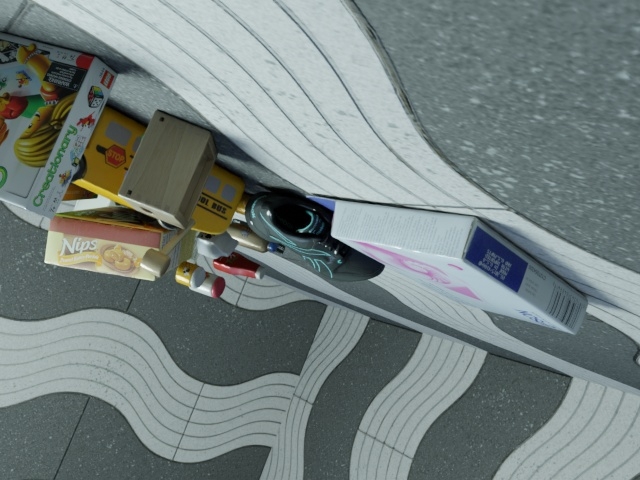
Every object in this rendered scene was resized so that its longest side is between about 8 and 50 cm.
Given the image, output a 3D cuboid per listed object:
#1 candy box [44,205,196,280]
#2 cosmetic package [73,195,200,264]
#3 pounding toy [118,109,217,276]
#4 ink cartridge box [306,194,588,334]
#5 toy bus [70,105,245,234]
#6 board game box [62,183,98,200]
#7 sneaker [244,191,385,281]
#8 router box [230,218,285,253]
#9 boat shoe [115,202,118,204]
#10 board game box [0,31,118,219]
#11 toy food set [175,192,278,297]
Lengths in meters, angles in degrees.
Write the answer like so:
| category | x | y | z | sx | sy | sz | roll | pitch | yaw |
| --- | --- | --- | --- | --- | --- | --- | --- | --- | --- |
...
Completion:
| category | x | y | z | sx | sy | sz | roll | pitch | yaw |
| --- | --- | --- | --- | --- | --- | --- | --- | --- | --- |
| candy box | -0.344 | -0.003 | 1.262 | 0.183 | 0.087 | 0.316 | 9 | -174 | 0 |
| cosmetic package | -0.417 | -0.062 | 1.673 | 0.129 | 0.153 | 0.296 | 14 | 168 | 40 |
| pounding toy | -0.232 | -0.058 | 1.009 | 0.094 | 0.205 | 0.181 | 22 | 172 | -1 |
| ink cartridge box | 0.180 | 0.035 | 1.056 | 0.324 | 0.071 | 0.330 | 28 | 169 | -40 |
| toy bus | -0.289 | -0.108 | 1.095 | 0.333 | 0.130 | 0.108 | 27 | 172 | -37 |
| board game box | -0.465 | -0.086 | 1.109 | 0.124 | 0.039 | 0.259 | 11 | -171 | 5 |
| sneaker | 0.000 | 0.000 | 1.175 | 0.268 | 0.101 | 0.106 | 24 | 169 | -18 |
| router box | -0.155 | -0.010 | 1.730 | 0.123 | 0.038 | 0.092 | 18 | 171 | 25 |
| boat shoe | -0.351 | -0.118 | 1.329 | 0.115 | 0.091 | 0.303 | 0 | 178 | -23 |
| board game box | -0.416 | -0.160 | 0.858 | 0.306 | 0.192 | 0.053 | 18 | 172 | 22 |
| toy food set | -0.150 | 0.024 | 1.249 | 0.105 | 0.232 | 0.111 | 18 | 134 | 17 |
